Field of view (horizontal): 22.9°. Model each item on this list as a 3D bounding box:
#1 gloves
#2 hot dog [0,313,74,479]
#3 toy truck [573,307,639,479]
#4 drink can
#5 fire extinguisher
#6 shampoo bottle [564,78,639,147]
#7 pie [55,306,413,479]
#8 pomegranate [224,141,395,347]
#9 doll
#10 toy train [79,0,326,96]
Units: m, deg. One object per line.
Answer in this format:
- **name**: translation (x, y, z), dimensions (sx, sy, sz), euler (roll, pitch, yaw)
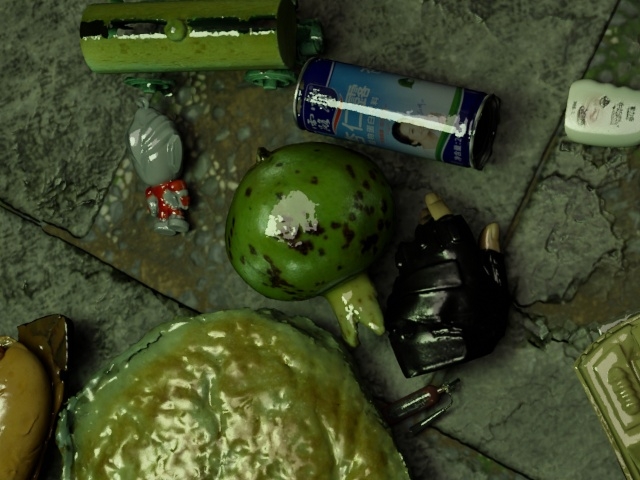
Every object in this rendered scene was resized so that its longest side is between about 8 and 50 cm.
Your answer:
- **gloves**: translation (0.143, 0.044, 1.857), dimensions (0.164, 0.124, 0.203), euler (-16, 86, -2)
- **hot dog**: translation (-0.408, 0.249, 1.979), dimensions (0.194, 0.107, 0.326), euler (-10, 72, 46)
- **toy truck**: translation (0.409, 0.256, 1.665), dimensions (0.181, 0.254, 0.405), euler (-23, 79, 10)
- **drink can**: translation (0.091, -0.154, 1.904), dimensions (0.235, 0.097, 0.097), euler (15, 88, 21)
- **fire extinguisher**: translation (0.123, 0.200, 1.880), dimensions (0.100, 0.032, 0.046), euler (-28, 64, 20)
- **shampoo bottle**: translation (0.363, -0.142, 1.835), dimensions (0.152, 0.045, 0.077), euler (10, 86, 19)
- **pie**: translation (-0.095, 0.277, 1.875), dimensions (0.418, 0.180, 0.395), euler (-18, 78, 8)
- **pomegranate**: translation (0.000, 0.000, 1.866), dimensions (0.211, 0.211, 0.263), euler (-30, 93, 13)
- **doll**: translation (-0.206, -0.094, 2.013), dimensions (0.094, 0.079, 0.180), euler (-11, 93, 41)
- **toy train**: translation (-0.152, -0.260, 1.950), dimensions (0.307, 0.189, 0.126), euler (1, 77, 15)
